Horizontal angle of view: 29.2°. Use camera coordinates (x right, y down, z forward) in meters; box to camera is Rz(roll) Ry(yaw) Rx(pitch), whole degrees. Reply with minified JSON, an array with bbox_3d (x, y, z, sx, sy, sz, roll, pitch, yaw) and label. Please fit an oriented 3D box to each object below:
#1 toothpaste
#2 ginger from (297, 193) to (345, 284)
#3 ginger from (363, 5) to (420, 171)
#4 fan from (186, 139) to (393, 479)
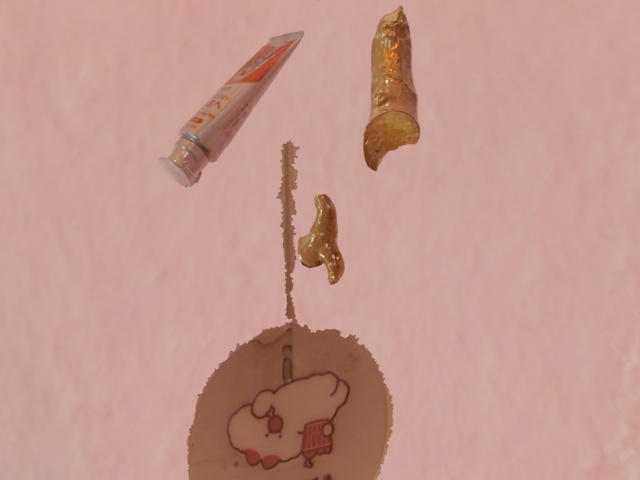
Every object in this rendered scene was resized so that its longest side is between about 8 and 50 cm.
[{"bbox_3d":[-0.105,-0.166,1.491,0.057,0.089,0.234,47,68,-25],"label":"toothpaste"},{"bbox_3d":[0.000,0.001,1.294,0.048,0.030,0.097,-11,80,16],"label":"ginger"},{"bbox_3d":[0.059,-0.120,0.992,0.057,0.137,0.044,26,147,-38],"label":"ginger"},{"bbox_3d":[-0.024,0.086,0.949,0.190,0.009,0.329,-9,102,-32],"label":"fan"}]
